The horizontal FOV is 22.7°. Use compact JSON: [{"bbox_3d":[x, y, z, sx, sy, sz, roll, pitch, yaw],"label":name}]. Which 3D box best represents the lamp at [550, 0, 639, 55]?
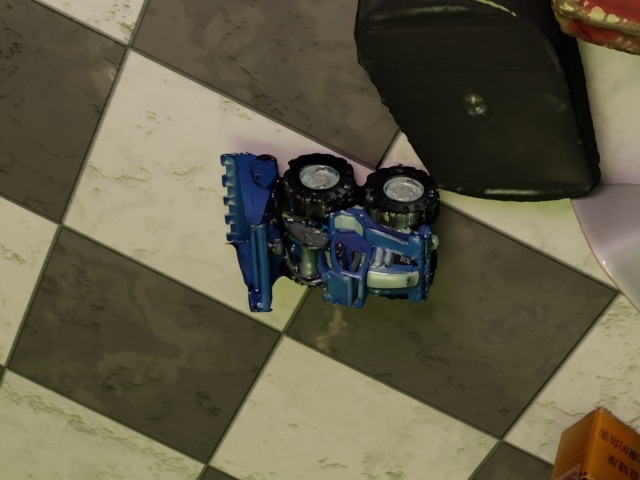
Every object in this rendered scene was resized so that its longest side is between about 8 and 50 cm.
[{"bbox_3d":[0.284,-0.207,1.123,0.274,0.177,0.177,13,133,10],"label":"lamp"}]

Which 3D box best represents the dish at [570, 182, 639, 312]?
[{"bbox_3d":[0.313,0.042,1.361,0.064,0.154,0.234,-38,112,15],"label":"dish"}]

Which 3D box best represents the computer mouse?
[{"bbox_3d":[0.133,-0.142,1.296,0.168,0.087,0.295,3,145,26],"label":"computer mouse"}]

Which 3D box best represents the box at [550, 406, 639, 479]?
[{"bbox_3d":[0.284,0.294,1.515,0.152,0.237,0.070,35,136,-12],"label":"box"}]

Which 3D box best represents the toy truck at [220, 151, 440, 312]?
[{"bbox_3d":[0.000,0.000,1.437,0.208,0.126,0.113,10,132,13],"label":"toy truck"}]
